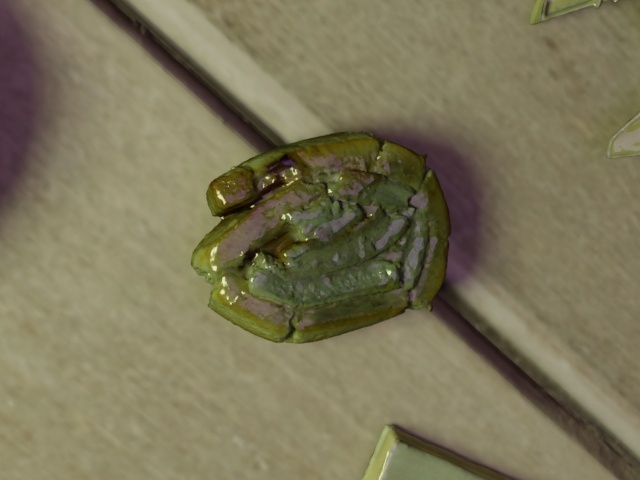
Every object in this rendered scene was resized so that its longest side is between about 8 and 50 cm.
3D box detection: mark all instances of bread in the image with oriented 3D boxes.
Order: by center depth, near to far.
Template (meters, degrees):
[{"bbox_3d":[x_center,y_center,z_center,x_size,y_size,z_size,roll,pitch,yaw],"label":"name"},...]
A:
[{"bbox_3d":[0.000,0.000,0.944,0.156,0.064,0.117,-18,100,-21],"label":"bread"}]

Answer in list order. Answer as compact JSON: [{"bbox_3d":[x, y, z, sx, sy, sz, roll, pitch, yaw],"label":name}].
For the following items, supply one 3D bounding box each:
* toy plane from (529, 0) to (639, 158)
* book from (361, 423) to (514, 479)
[{"bbox_3d":[0.261,-0.163,1.021,0.242,0.104,0.256,13,97,-7],"label":"toy plane"},{"bbox_3d":[0.067,0.284,1.017,0.201,0.026,0.289,26,85,-22],"label":"book"}]
